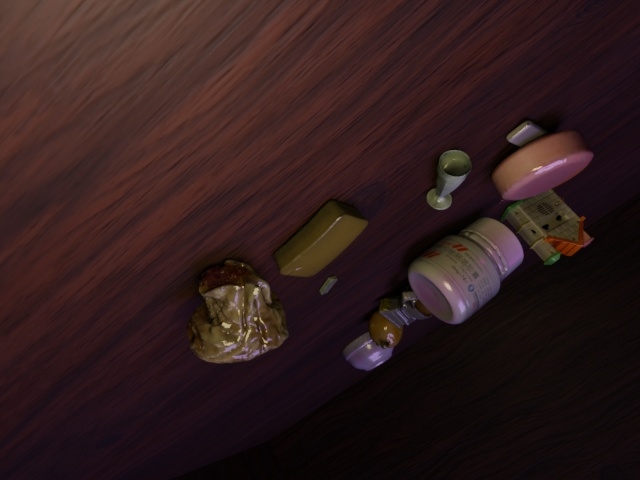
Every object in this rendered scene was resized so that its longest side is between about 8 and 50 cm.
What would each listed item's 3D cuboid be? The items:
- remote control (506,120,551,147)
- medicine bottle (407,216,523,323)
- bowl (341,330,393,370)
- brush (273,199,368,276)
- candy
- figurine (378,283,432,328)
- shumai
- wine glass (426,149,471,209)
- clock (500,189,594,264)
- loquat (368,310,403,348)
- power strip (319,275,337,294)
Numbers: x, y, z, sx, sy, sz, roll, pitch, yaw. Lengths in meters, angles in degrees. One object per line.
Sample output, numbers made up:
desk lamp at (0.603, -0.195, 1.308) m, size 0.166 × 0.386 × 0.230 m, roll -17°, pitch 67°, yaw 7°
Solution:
remote control at (0.558, -0.267, 1.115) m, size 0.261 × 0.029 × 0.067 m, roll -1°, pitch 149°, yaw -47°
medicine bottle at (0.485, 0.094, 1.429) m, size 0.325 × 0.256 × 0.256 m, roll -35°, pitch 157°, yaw -13°
bowl at (0.266, 0.570, 2.204) m, size 0.287 × 0.143 × 0.287 m, roll -27°, pitch 156°, yaw -13°
brush at (0.000, 0.000, 0.919) m, size 0.197 × 0.059 × 0.123 m, roll -43°, pitch 151°, yaw 21°
candy at (0.584, -0.193, 1.150) m, size 0.255 × 0.094 × 0.255 m, roll -18°, pitch 163°, yaw -6°
figurine at (0.395, 0.219, 1.668) m, size 0.285 × 0.167 × 0.342 m, roll -40°, pitch 176°, yaw 36°
shumai at (-0.141, 0.136, 0.851) m, size 0.218 × 0.184 × 0.185 m, roll 4°, pitch 141°, yaw -33°
wine glass at (0.293, -0.137, 0.998) m, size 0.073 × 0.073 × 0.155 m, roll -26°, pitch 159°, yaw -13°
clock at (0.841, -0.054, 1.569) m, size 0.220 × 0.255 × 0.106 m, roll -27°, pitch 155°, yaw -10°
loquat at (0.278, 0.380, 1.824) m, size 0.149 × 0.204 × 0.172 m, roll 3°, pitch 131°, yaw 15°
power strip at (0.021, 0.131, 1.238) m, size 0.027 × 0.017 × 0.083 m, roll -9°, pitch 147°, yaw -39°
